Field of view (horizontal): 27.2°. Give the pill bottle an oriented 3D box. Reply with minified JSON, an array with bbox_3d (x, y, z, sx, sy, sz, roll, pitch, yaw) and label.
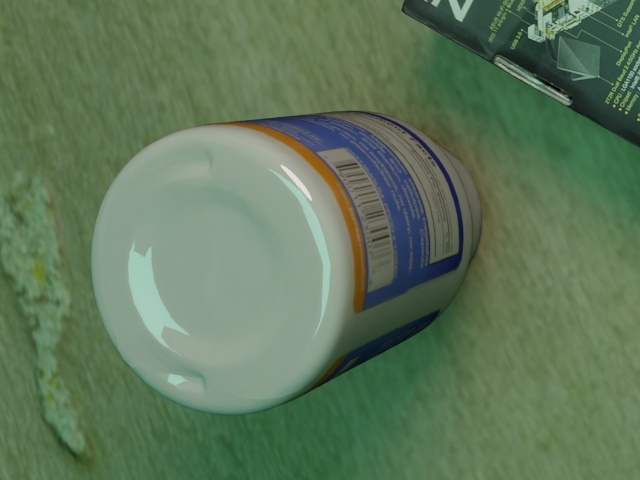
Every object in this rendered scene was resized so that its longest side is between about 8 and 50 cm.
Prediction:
[{"bbox_3d":[0.000,0.000,0.782,0.152,0.272,0.152,4,99,24],"label":"pill bottle"}]

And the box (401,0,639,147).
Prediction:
[{"bbox_3d":[0.269,-0.226,0.723,0.318,0.097,0.394,32,109,17],"label":"box"}]
